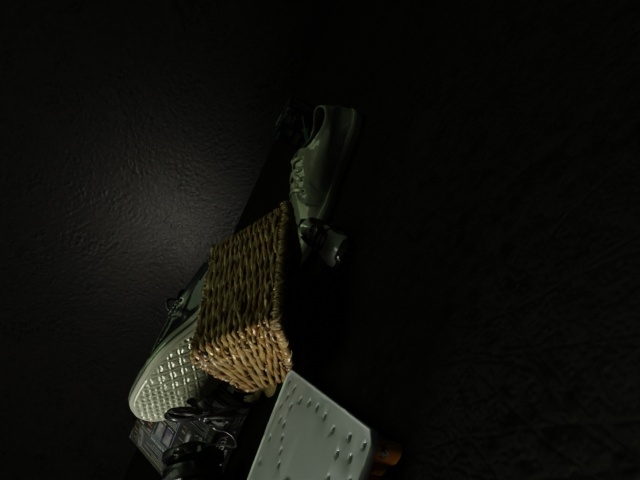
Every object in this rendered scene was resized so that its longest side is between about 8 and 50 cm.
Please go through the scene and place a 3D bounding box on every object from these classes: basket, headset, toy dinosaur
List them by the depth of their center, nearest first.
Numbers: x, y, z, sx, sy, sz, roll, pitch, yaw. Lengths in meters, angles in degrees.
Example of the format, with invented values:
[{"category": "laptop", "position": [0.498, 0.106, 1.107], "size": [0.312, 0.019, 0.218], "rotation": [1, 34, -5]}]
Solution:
[{"category": "basket", "position": [-0.086, 0.120, 1.023], "size": [0.223, 0.213, 0.299], "rotation": [-28, 40, 27]}, {"category": "headset", "position": [-0.271, 0.491, 1.039], "size": [0.394, 0.185, 0.243], "rotation": [-65, 27, 16]}, {"category": "toy dinosaur", "position": [-0.106, 0.287, 1.136], "size": [0.183, 0.053, 0.093], "rotation": [-50, 39, 36]}]

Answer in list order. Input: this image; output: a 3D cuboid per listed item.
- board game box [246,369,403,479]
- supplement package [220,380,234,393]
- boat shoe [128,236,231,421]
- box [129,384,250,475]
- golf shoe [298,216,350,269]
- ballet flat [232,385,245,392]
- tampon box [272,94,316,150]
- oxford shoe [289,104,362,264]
[{"category": "board game box", "position": [-0.047, 0.401, 0.717], "size": [0.390, 0.050, 0.390], "rotation": [-70, 14, -9]}, {"category": "supplement package", "position": [-0.315, 0.340, 1.569], "size": [0.204, 0.145, 0.262], "rotation": [-66, 15, 2]}, {"category": "boat shoe", "position": [-0.270, 0.192, 1.237], "size": [0.156, 0.187, 0.500], "rotation": [25, 79, 52]}, {"category": "box", "position": [-0.335, 0.455, 1.312], "size": [0.307, 0.076, 0.242], "rotation": [19, 86, 43]}, {"category": "golf shoe", "position": [0.000, 0.000, 1.079], "size": [0.077, 0.094, 0.198], "rotation": [-64, 16, 5]}, {"category": "ballet flat", "position": [-0.145, 0.262, 1.256], "size": [0.079, 0.076, 0.222], "rotation": [102, -171, -63]}, {"category": "tampon box", "position": [-0.051, -0.357, 1.663], "size": [0.120, 0.161, 0.101], "rotation": [-55, 18, 33]}, {"category": "oxford shoe", "position": [-0.024, -0.143, 1.315], "size": [0.169, 0.130, 0.449], "rotation": [-14, 56, 69]}]
